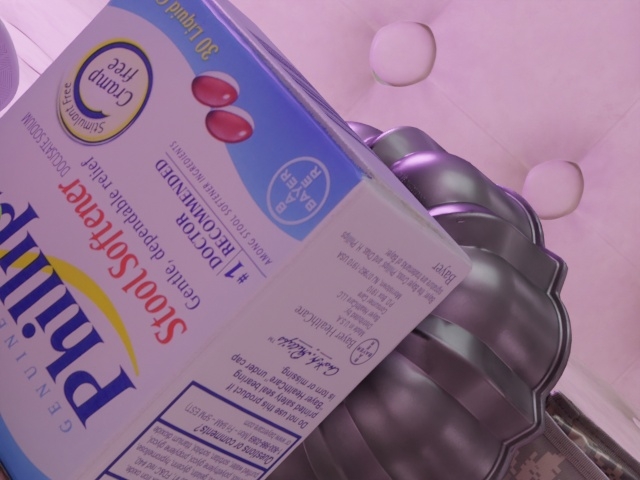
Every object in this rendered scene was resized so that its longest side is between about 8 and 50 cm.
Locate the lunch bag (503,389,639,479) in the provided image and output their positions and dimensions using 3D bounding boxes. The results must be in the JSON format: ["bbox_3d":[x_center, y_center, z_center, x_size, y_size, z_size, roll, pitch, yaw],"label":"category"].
[{"bbox_3d":[0.179,0.278,1.331,0.287,0.235,0.169,45,14,8],"label":"lunch bag"}]

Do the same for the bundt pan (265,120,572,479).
[{"bbox_3d":[0.005,0.051,1.259,0.331,0.331,0.124,50,0,38],"label":"bundt pan"}]

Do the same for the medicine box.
[{"bbox_3d":[-0.101,0.012,1.154,0.263,0.289,0.149,49,8,37],"label":"medicine box"}]

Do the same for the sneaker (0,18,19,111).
[{"bbox_3d":[-0.304,-0.187,1.285,0.121,0.079,0.217,49,-2,44],"label":"sneaker"}]
